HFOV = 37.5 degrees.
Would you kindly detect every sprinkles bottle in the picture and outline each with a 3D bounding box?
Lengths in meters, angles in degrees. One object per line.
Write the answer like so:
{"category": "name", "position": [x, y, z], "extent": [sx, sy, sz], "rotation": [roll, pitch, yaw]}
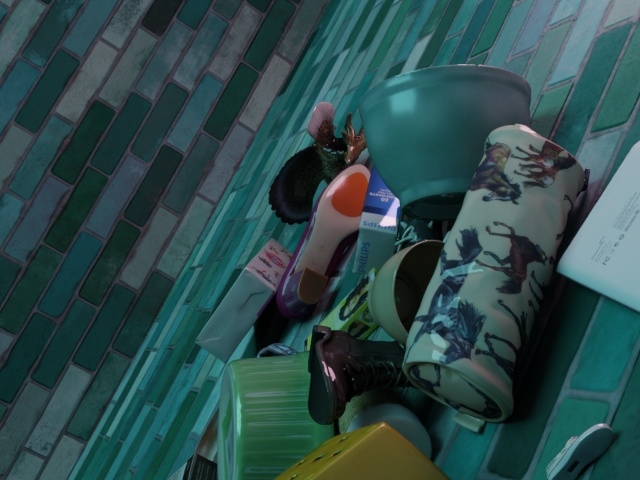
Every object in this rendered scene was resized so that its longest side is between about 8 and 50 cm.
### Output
{"category": "sprinkles bottle", "position": [0.068, 0.264, 1.500], "extent": [0.121, 0.121, 0.355], "rotation": [-57, 17, 5]}

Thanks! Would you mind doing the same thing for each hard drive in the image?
{"category": "hard drive", "position": [0.423, -0.009, 1.124], "extent": [0.210, 0.040, 0.319], "rotation": [-58, 17, 3]}

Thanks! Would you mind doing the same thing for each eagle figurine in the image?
{"category": "eagle figurine", "position": [0.011, -0.179, 2.297], "extent": [0.298, 0.226, 0.225], "rotation": [-26, 57, 52]}

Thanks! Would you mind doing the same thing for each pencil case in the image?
{"category": "pencil case", "position": [0.247, 0.050, 1.316], "extent": [0.160, 0.183, 0.410], "rotation": [4, 61, 39]}

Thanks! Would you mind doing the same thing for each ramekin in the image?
{"category": "ramekin", "position": [-0.082, 0.330, 1.537], "extent": [0.303, 0.148, 0.303], "rotation": [-178, 90, -78]}

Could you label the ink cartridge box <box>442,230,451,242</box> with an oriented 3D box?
{"category": "ink cartridge box", "position": [0.215, 0.073, 1.517], "extent": [0.180, 0.060, 0.104], "rotation": [-63, 19, -13]}

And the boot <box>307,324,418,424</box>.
{"category": "boot", "position": [0.099, 0.191, 1.370], "extent": [0.263, 0.229, 0.091], "rotation": [-92, 10, -70]}

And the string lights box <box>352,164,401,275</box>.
{"category": "string lights box", "position": [0.125, -0.064, 1.885], "extent": [0.133, 0.077, 0.259], "rotation": [97, -175, -47]}

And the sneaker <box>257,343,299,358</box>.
{"category": "sneaker", "position": [-0.076, 0.250, 1.877], "extent": [0.104, 0.125, 0.262], "rotation": [-31, 22, -4]}

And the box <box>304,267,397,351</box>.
{"category": "box", "position": [0.054, 0.161, 1.813], "extent": [0.232, 0.058, 0.087], "rotation": [-50, 19, 27]}

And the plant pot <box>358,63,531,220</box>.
{"category": "plant pot", "position": [0.216, -0.146, 1.590], "extent": [0.293, 0.293, 0.196], "rotation": [-27, 62, 59]}

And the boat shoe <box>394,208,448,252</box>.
{"category": "boat shoe", "position": [0.177, -0.009, 1.708], "extent": [0.114, 0.091, 0.302], "rotation": [-44, 22, 39]}

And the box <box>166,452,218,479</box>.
{"category": "box", "position": [-0.191, 0.514, 1.645], "extent": [0.168, 0.203, 0.167], "rotation": [-47, 21, 33]}

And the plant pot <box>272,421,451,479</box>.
{"category": "plant pot", "position": [0.044, 0.349, 1.169], "extent": [0.212, 0.187, 0.212], "rotation": [-29, -3, -36]}

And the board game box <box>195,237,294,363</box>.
{"category": "board game box", "position": [-0.171, 0.137, 2.271], "extent": [0.224, 0.098, 0.303], "rotation": [-54, 2, 16]}

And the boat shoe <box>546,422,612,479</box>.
{"category": "boat shoe", "position": [0.292, 0.240, 1.076], "extent": [0.100, 0.035, 0.035], "rotation": [-58, 19, 23]}

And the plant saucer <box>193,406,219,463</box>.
{"category": "plant saucer", "position": [-0.181, 0.424, 1.881], "extent": [0.310, 0.050, 0.310], "rotation": [-51, 18, 24]}

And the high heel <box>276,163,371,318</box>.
{"category": "high heel", "position": [0.000, 0.000, 2.140], "extent": [0.377, 0.127, 0.181], "rotation": [-61, 10, -23]}

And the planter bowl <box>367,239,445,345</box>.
{"category": "planter bowl", "position": [0.139, 0.086, 1.402], "extent": [0.109, 0.162, 0.162], "rotation": [-14, 47, 56]}
